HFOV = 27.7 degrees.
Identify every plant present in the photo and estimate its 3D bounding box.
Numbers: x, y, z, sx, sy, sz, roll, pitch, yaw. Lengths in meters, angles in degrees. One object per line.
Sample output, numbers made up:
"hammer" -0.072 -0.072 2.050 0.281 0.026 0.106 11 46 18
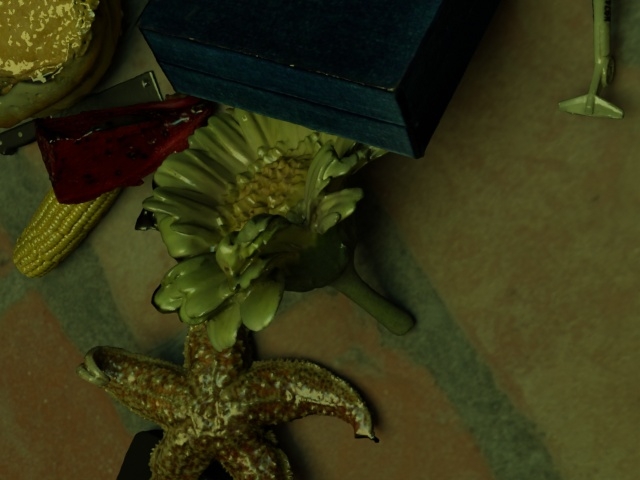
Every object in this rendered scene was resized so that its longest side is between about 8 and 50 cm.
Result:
"plant" -0.040 -0.027 1.272 0.261 0.297 0.306 29 77 25

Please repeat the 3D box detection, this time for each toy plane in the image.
"toy plane" 0.244 -0.252 1.128 0.092 0.108 0.286 8 119 26

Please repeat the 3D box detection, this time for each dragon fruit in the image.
"dragon fruit" -0.210 -0.127 1.385 0.192 0.122 0.092 -18 60 -2

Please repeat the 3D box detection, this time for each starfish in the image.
"starfish" -0.112 0.207 1.413 0.312 0.113 0.303 -36 80 15

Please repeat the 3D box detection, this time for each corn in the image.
"corn" -0.291 -0.032 1.497 0.067 0.067 0.206 50 121 10

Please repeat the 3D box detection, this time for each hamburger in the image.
"hamburger" -0.339 -0.274 1.409 0.319 0.158 0.318 7 105 28

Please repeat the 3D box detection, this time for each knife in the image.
"knife" -0.278 -0.125 1.495 0.245 0.019 0.072 -16 95 29

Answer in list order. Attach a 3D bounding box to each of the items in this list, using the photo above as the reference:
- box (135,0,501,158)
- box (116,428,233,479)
"box" 0.022 -0.240 1.159 0.261 0.116 0.279 18 68 26
"box" -0.162 0.344 1.534 0.212 0.042 0.201 32 116 20
